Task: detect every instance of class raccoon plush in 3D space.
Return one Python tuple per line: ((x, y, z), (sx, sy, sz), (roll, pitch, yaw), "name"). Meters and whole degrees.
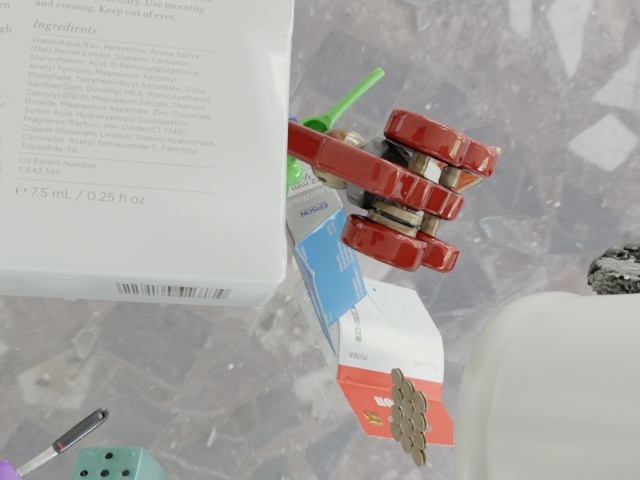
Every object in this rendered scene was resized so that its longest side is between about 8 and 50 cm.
((0.616, 0.194, 1.592), (0.216, 0.446, 0.299), (-8, 109, -7), "raccoon plush")

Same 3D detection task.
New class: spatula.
((-0.539, 0.422, 1.754), (0.296, 0.030, 0.084), (-34, 98, -23), "spatula")

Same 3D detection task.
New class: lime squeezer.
((-0.011, -0.138, 1.383), (0.310, 0.110, 0.059), (-54, 54, 23), "lime squeezer")

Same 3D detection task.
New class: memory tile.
((0.149, 0.297, 1.510), (0.012, 0.113, 0.148), (-12, 117, -22), "memory tile")

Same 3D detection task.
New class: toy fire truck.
((0.058, -0.083, 1.108), (0.254, 0.302, 0.169), (24, 97, 25), "toy fire truck")

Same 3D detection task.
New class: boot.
((0.270, -0.139, 1.719), (0.085, 0.059, 0.158), (42, 117, -15), "boot")

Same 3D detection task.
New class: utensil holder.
((0.372, 0.201, 0.834), (0.328, 0.385, 0.327), (6, 80, -40), "utensil holder")

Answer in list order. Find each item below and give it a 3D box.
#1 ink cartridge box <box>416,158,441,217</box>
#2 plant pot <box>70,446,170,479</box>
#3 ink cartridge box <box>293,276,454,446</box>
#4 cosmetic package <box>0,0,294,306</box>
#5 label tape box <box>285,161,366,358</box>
((0.161, -0.090, 1.434), (0.056, 0.135, 0.099), (-33, 98, 18), "ink cartridge box")
((-0.329, 0.450, 1.462), (0.166, 0.165, 0.234), (0, 130, 2), "plant pot")
((0.142, 0.230, 1.810), (0.308, 0.385, 0.091), (17, 121, -39), "ink cartridge box")
((-0.200, -0.123, 0.391), (0.377, 0.097, 0.284), (4, 79, -9), "cosmetic package")
((0.000, 0.000, 1.627), (0.115, 0.249, 0.347), (-22, 47, -4), "label tape box")
